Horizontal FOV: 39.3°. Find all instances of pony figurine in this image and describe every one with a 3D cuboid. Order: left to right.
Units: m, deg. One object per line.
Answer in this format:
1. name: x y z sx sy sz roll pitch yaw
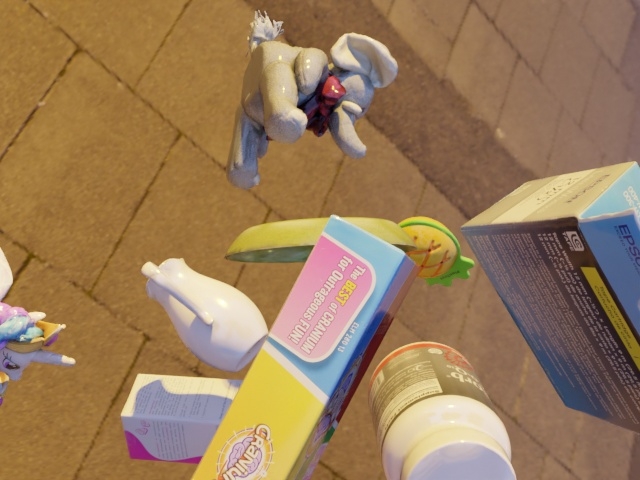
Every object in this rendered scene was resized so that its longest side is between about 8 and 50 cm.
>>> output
1. pony figurine: -0.526 0.142 1.221 0.351 0.363 0.303 42 28 5

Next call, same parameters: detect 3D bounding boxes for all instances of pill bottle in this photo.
1. pill bottle: 0.199 0.327 1.497 0.210 0.210 0.363 53 7 -14

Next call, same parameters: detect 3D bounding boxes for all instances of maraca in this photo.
1. maraca: 0.201 0.025 1.649 0.186 0.127 0.099 41 42 -30

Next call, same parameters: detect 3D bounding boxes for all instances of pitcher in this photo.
1. pitcher: -0.190 0.112 1.421 0.207 0.178 0.125 40 89 11

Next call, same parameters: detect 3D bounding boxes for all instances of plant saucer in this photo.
1. plant saucer: 0.000 0.000 1.121 0.241 0.241 0.037 3 82 -41

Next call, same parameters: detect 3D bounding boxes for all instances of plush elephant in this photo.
1. plush elephant: -0.010 -0.247 1.621 0.255 0.272 0.330 12 59 -22

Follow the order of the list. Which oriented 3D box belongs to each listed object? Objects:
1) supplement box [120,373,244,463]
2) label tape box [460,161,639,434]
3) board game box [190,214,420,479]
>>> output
1. supplement box: -0.224 0.316 1.574 0.114 0.220 0.111 -80 171 -55
2. label tape box: 0.296 0.060 0.864 0.115 0.348 0.249 -33 96 -12
3. board game box: -0.020 0.141 0.767 0.064 0.242 0.316 28 91 10
